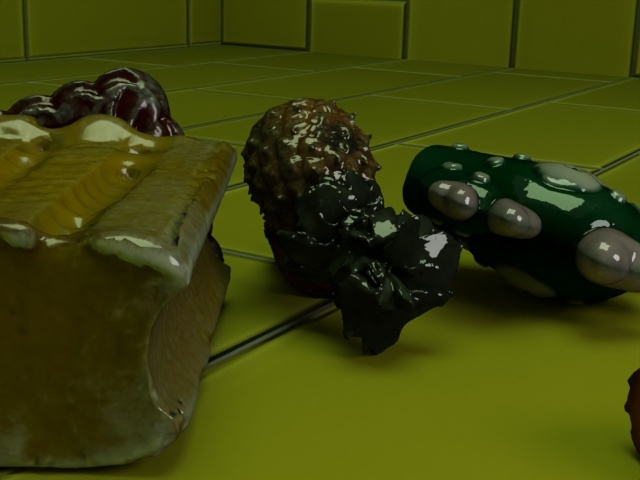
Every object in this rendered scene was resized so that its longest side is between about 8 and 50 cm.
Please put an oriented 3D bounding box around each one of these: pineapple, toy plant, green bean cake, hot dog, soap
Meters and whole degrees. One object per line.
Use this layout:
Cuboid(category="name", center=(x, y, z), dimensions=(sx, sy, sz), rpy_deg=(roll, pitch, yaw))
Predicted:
Cuboid(category="pineapple", center=(0.018, -0.016, 0.805), dimensions=(0.111, 0.119, 0.237), rpy_deg=(5, 36, -29))
Cuboid(category="toy plant", center=(0.186, -0.012, 0.887), dimensions=(0.243, 0.112, 0.232), rpy_deg=(21, 10, 4))
Cuboid(category="green bean cake", center=(-0.222, -0.038, 0.935), dimensions=(0.232, 0.198, 0.097), rpy_deg=(-16, 9, -7))
Cuboid(category="hot dog", center=(0.002, 0.002, 0.932), dimensions=(0.099, 0.065, 0.147), rpy_deg=(-9, 18, -4))
Cuboid(category="soap", center=(-0.211, 0.011, 0.701), dimensions=(0.293, 0.156, 0.335), rpy_deg=(4, 15, -3))

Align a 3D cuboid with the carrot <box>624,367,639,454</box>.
Cuboid(category="carrot", center=(0.284, 0.095, 0.607), dimensions=(0.205, 0.072, 0.072), rpy_deg=(0, 15, -15))
